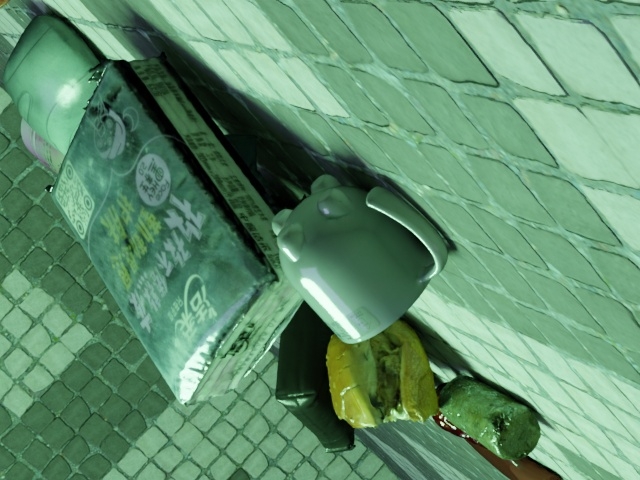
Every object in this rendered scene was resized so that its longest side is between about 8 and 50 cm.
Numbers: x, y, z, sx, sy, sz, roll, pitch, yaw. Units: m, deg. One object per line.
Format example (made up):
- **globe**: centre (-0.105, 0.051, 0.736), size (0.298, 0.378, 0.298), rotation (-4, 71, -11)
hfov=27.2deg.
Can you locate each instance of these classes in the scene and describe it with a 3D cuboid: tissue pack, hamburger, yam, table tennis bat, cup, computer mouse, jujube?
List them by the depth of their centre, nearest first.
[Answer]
- **cup**: centre (0.033, 0.014, 1.371), size (0.142, 0.134, 0.173), rotation (48, 171, -18)
- **tissue pack**: centre (-0.178, -0.012, 1.586), size (0.361, 0.122, 0.259), rotation (52, 133, 22)
- **yam**: centre (0.223, 0.233, 1.771), size (0.078, 0.078, 0.179), rotation (47, 173, -25)
- **hamburger**: centre (0.076, 0.180, 1.885), size (0.283, 0.144, 0.156), rotation (-142, 36, -86)
- **jujube**: centre (0.216, 0.254, 1.899), size (0.129, 0.077, 0.077), rotation (32, 167, 28)
- **computer mouse**: centre (-0.423, -0.228, 2.095), size (0.188, 0.122, 0.371), rotation (53, 164, 3)
- **table tennis bat**: centre (0.293, 0.348, 2.116), size (0.200, 0.038, 0.310), rotation (46, 171, -21)

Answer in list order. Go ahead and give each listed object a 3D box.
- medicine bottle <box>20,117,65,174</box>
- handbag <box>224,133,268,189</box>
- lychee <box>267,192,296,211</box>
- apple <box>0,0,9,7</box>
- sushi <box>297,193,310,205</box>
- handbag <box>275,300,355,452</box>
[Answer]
- **medicine bottle**: centre (-0.428, -0.176, 2.396), size (0.254, 0.152, 0.152), rotation (33, 167, 49)
- **handbag**: centre (-0.126, -0.018, 1.656), size (0.179, 0.062, 0.229), rotation (8, 107, 51)
- **lychee**: centre (-0.083, 0.012, 1.806), size (0.171, 0.171, 0.171), rotation (41, 171, 8)
- **apple**: centre (-0.483, -0.369, 1.768), size (0.146, 0.146, 0.131), rotation (105, 141, -80)
- **sushi**: centre (0.000, 0.000, 1.618), size (0.090, 0.078, 0.150), rotation (34, 168, 14)
- **handbag**: centre (0.013, 0.182, 2.040), size (0.080, 0.247, 0.223), rotation (-7, 149, 22)
